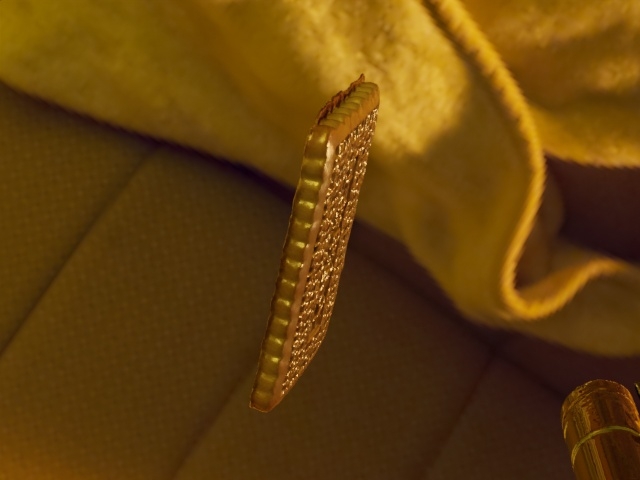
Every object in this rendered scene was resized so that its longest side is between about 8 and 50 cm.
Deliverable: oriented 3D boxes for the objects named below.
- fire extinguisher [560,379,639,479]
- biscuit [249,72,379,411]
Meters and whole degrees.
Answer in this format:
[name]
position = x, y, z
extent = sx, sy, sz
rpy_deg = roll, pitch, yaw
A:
[fire extinguisher]
position = 0.354, 0.273, 1.766
extent = 0.105, 0.141, 0.341
rpy_deg = 17, -158, -8
[biscuit]
position = 0.000, 0.000, 1.253
extent = 0.029, 0.172, 0.255
rpy_deg = 16, 113, 11
